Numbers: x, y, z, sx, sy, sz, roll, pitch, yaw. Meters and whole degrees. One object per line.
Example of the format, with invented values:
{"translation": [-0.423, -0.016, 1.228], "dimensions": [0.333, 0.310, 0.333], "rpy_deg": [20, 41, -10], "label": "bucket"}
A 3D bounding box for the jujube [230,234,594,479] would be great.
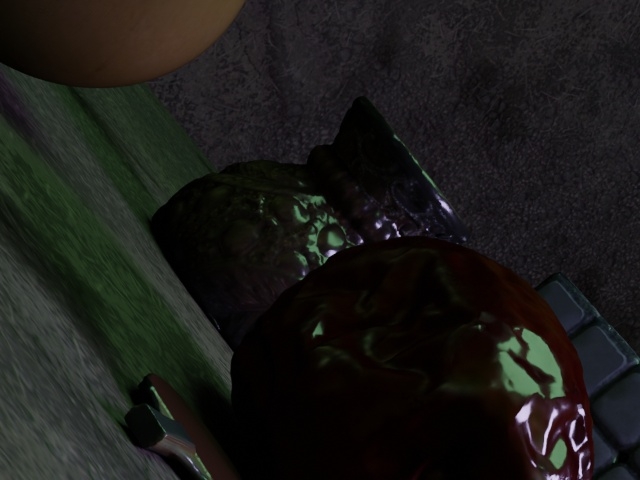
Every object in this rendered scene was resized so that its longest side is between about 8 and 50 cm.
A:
{"translation": [0.069, 0.135, 1.566], "dimensions": [0.276, 0.276, 0.377], "rpy_deg": [52, 3, -17], "label": "jujube"}

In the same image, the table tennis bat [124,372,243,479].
{"translation": [-0.085, 0.138, 1.303], "dimensions": [0.130, 0.019, 0.220], "rpy_deg": [54, 1, 18], "label": "table tennis bat"}

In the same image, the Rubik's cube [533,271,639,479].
{"translation": [0.290, 0.308, 2.335], "dimensions": [0.344, 0.344, 0.337], "rpy_deg": [53, 0, 37], "label": "Rubik's cube"}

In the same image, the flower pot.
{"translation": [0.000, 0.000, 2.107], "dimensions": [0.266, 0.267, 0.266], "rpy_deg": [54, 2, -3], "label": "flower pot"}

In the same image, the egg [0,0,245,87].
{"translation": [-0.222, -0.298, 1.702], "dimensions": [0.374, 0.301, 0.301], "rpy_deg": [41, 7, -24], "label": "egg"}
